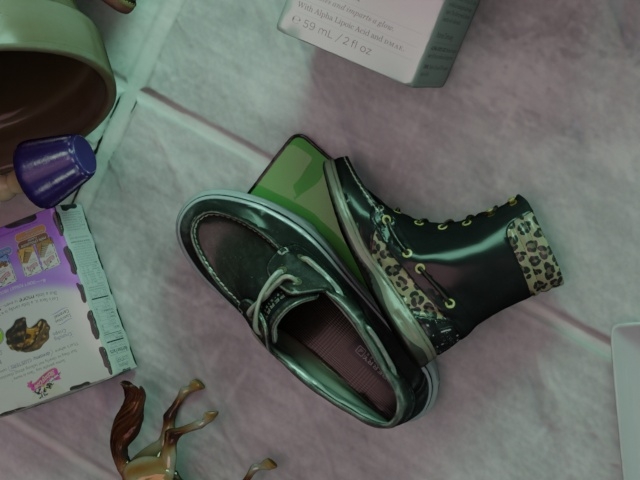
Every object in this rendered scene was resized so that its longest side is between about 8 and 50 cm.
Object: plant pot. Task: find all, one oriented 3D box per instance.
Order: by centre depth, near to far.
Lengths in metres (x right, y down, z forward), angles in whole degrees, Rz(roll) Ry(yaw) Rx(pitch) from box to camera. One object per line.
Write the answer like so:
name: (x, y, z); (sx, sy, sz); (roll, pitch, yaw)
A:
plant pot: (-0.397, -0.244, 1.739); (0.323, 0.323, 0.280); (-21, 73, 18)

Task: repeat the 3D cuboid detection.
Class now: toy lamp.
toy lamp: (-0.364, -0.044, 1.798); (0.275, 0.080, 0.080); (-20, 89, 22)

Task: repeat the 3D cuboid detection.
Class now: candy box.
candy box: (-0.313, 0.079, 1.843); (0.165, 0.070, 0.196); (-20, 88, 18)

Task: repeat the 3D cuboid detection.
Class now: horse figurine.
horse figurine: (-0.138, 0.267, 1.809); (0.263, 0.066, 0.174); (43, 99, 7)

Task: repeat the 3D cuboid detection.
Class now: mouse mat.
mouse mat: (0.000, 0.000, 1.772); (0.190, 0.007, 0.152); (42, 106, 11)

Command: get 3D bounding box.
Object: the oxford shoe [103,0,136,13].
oxford shoe: (-0.255, -0.406, 1.757); (0.130, 0.123, 0.348); (-28, 87, 12)

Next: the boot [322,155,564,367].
boot: (0.119, -0.009, 1.695); (0.178, 0.085, 0.236); (-26, 70, -1)

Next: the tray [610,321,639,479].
tray: (0.371, 0.209, 1.662); (0.145, 0.030, 0.270); (-5, 94, 19)

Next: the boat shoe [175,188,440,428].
boat shoe: (-0.019, 0.063, 1.717); (0.335, 0.119, 0.121); (37, 105, 11)

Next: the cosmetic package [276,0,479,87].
cosmetic package: (0.074, -0.261, 1.648); (0.151, 0.151, 0.183); (24, 101, 13)
